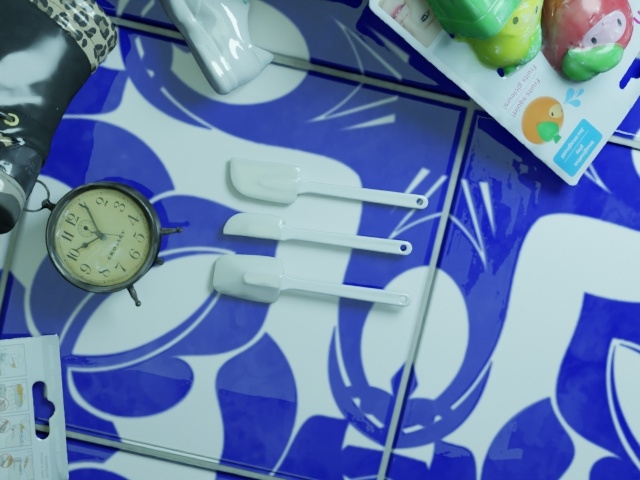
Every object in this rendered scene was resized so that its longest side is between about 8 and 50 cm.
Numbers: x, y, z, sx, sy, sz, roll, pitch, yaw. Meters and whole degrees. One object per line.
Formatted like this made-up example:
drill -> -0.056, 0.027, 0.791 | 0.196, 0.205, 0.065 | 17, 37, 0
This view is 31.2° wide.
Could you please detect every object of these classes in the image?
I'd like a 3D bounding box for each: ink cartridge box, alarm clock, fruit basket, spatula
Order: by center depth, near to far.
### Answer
fruit basket -> 0.268, -0.283, 1.268 | 0.353, 0.165, 0.327 | 37, 88, -21
alarm clock -> -0.269, -0.015, 1.342 | 0.192, 0.064, 0.129 | 30, 94, -6
spatula -> 0.000, 0.000, 1.374 | 0.242, 0.019, 0.168 | 8, 90, -3
ink cartridge box -> -0.431, 0.211, 1.378 | 0.232, 0.066, 0.189 | -5, 96, -22

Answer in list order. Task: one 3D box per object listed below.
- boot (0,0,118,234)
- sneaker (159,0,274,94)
boot -> -0.426, -0.209, 1.223 | 0.377, 0.138, 0.284 | 30, 61, -5
sneaker -> -0.130, -0.280, 1.322 | 0.094, 0.080, 0.212 | -31, 102, -10
